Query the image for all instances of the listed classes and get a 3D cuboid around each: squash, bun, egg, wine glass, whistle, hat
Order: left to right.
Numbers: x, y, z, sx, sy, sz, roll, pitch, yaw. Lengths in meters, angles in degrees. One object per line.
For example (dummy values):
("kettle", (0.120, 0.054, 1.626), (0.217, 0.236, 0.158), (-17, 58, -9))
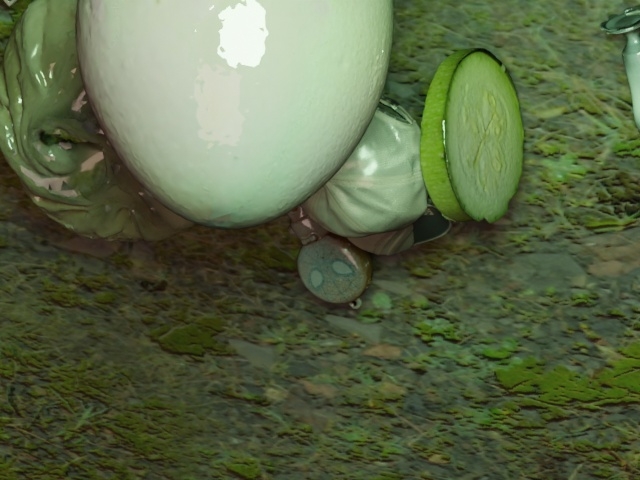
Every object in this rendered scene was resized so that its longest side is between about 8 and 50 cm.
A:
("bun", (-0.276, -0.154, 1.929), (0.359, 0.211, 0.360), (4, 119, 8))
("egg", (-0.100, -0.180, 1.639), (0.354, 0.340, 0.354), (4, 156, 2))
("whistle", (0.000, 0.000, 2.045), (0.107, 0.057, 0.220), (-22, 107, 35))
("hat", (0.041, -0.072, 1.885), (0.232, 0.161, 0.275), (48, 163, 20))
("squash", (0.191, -0.128, 1.855), (0.041, 0.219, 0.219), (-1, 119, 34))
("wine glass", (0.405, -0.209, 1.848), (0.072, 0.072, 0.155), (-17, 113, 19))

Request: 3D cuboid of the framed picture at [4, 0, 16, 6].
("framed picture", (-0.380, -0.387, 1.911), (0.149, 0.011, 0.109), (-37, 112, 5))
